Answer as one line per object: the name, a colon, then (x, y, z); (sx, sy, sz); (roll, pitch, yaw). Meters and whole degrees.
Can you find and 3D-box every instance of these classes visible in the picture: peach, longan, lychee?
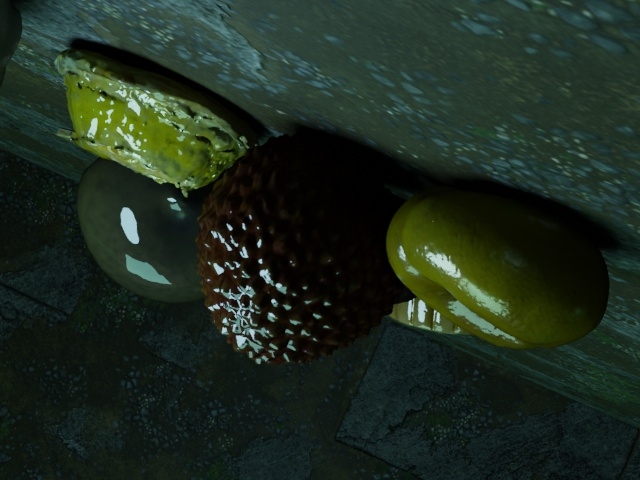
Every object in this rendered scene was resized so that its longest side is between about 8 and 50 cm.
peach: (0.192, 0.029, 1.231); (0.251, 0.153, 0.251); (17, 172, 3)
longan: (-0.284, -0.027, 2.036); (0.350, 0.288, 0.288); (39, 168, -31)
lychee: (-0.026, 0.011, 1.359); (0.275, 0.304, 0.276); (15, 138, 14)

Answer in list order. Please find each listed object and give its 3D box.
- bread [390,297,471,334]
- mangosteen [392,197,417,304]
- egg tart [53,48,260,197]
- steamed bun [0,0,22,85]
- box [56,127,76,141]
bread: (0.208, 0.088, 1.664); (0.236, 0.070, 0.236); (5, -170, -1)
mangosteen: (0.094, 0.012, 1.540); (0.152, 0.153, 0.152); (24, 174, 3)
egg tart: (-0.228, -0.148, 1.481); (0.314, 0.120, 0.315); (23, 174, 3)
steamed bun: (-0.485, -0.219, 1.305); (0.236, 0.247, 0.383); (15, 172, -18)
box: (-0.531, -0.217, 2.567); (0.149, 0.020, 0.073); (30, 171, -40)
